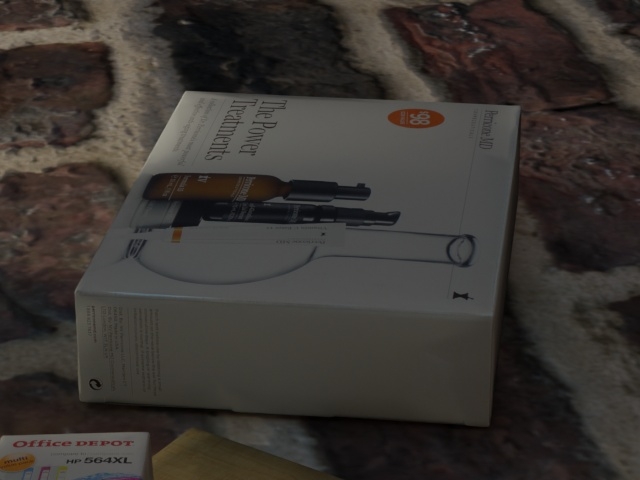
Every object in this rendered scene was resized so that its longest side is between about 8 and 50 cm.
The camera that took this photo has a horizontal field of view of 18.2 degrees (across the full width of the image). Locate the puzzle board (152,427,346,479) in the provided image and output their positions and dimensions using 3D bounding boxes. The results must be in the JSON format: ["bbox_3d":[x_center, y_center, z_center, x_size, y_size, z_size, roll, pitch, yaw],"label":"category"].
[{"bbox_3d":[-0.059,0.159,1.254,0.128,0.011,0.096,15,31,32],"label":"puzzle board"}]

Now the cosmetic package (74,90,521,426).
[{"bbox_3d":[0.000,0.000,1.492,0.284,0.097,0.377,5,26,6],"label":"cosmetic package"}]

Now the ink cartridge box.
[{"bbox_3d":[-0.143,0.174,1.136,0.092,0.090,0.143,-1,26,1],"label":"ink cartridge box"}]
